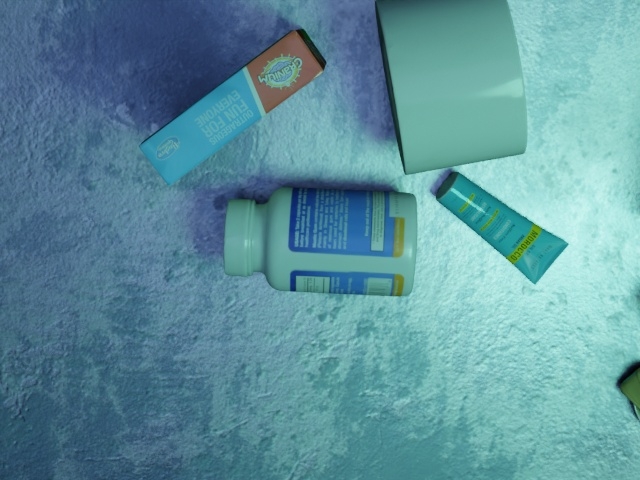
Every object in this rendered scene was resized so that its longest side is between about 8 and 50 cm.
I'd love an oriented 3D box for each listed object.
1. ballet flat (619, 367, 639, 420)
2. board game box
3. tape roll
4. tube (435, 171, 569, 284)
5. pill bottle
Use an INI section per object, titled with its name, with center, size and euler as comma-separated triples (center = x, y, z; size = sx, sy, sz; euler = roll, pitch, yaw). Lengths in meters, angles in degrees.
[ballet flat]
center = 0.545, 0.288, 1.742
size = 0.073, 0.080, 0.232
euler = -34, 97, 35
[board game box]
center = -0.107, -0.188, 1.525
size = 0.242, 0.316, 0.064
euler = -35, 98, 8
[tape roll]
center = 0.176, -0.222, 1.551
size = 0.169, 0.246, 0.246
euler = -11, 101, 3
[tube]
center = 0.266, -0.022, 1.692
size = 0.207, 0.052, 0.080
euler = 35, 109, -12
[pill bottle]
center = 0.000, 0.000, 1.643
size = 0.271, 0.152, 0.152
euler = 3, 101, 1
